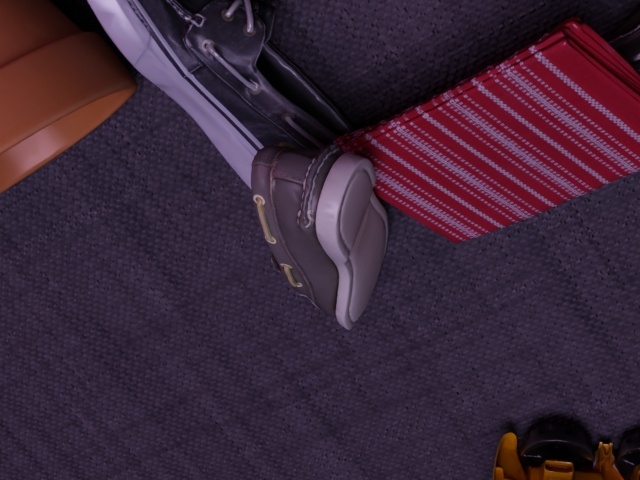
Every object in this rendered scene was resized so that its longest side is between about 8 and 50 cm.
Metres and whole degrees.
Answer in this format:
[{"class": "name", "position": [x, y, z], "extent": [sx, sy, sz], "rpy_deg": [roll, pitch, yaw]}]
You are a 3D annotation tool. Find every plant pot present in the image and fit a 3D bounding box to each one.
[{"class": "plant pot", "position": [-0.337, -0.141, 1.172], "extent": [0.291, 0.291, 0.203], "rpy_deg": [-32, 94, 28]}]

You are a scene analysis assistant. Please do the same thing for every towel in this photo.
[{"class": "towel", "position": [0.166, -0.085, 1.160], "extent": [0.275, 0.031, 0.199], "rpy_deg": [-25, 139, 39]}]

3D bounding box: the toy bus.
[{"class": "toy bus", "position": [0.290, 0.315, 1.398], "extent": [0.220, 0.149, 0.211], "rpy_deg": [2, 135, 8]}]

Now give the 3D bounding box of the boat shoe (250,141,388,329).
[{"class": "boat shoe", "position": [0.002, -0.004, 1.218], "extent": [0.091, 0.109, 0.305], "rpy_deg": [18, 161, 13]}]

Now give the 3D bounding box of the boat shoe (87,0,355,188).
[{"class": "boat shoe", "position": [-0.088, -0.179, 1.186], "extent": [0.119, 0.121, 0.335], "rpy_deg": [-31, 122, 19]}]

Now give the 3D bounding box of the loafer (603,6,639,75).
[{"class": "loafer", "position": [0.296, -0.173, 1.128], "extent": [0.220, 0.078, 0.080], "rpy_deg": [-17, 161, 30]}]
